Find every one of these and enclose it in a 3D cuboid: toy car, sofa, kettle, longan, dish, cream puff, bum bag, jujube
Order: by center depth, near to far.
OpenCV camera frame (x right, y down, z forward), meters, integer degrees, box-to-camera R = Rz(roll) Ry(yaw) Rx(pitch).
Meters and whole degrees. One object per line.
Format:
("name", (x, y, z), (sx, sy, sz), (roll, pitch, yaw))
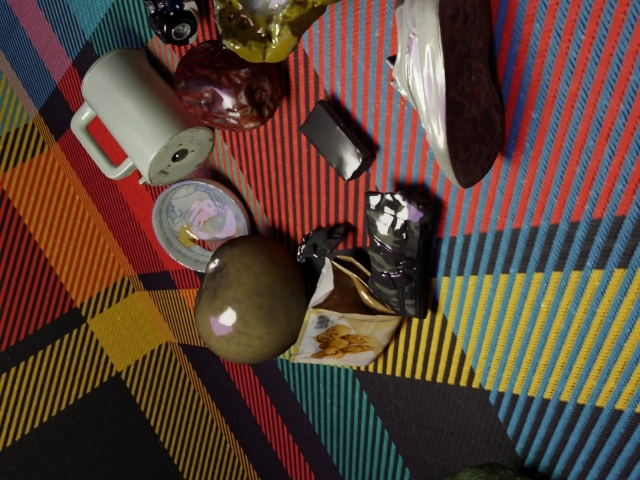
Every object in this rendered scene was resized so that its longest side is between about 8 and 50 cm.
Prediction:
("cream puff", (-0.060, -0.443, 1.201), (0.274, 0.270, 0.323), (-98, -9, -62))
("sofa", (0.039, -0.192, 1.494), (0.147, 0.060, 0.085), (50, 137, 12))
("bum bag", (0.145, 0.028, 1.512), (0.144, 0.095, 0.340), (24, 144, 24))
("jujube", (-0.195, -0.311, 1.614), (0.243, 0.183, 0.183), (30, 144, 44))
("toy car", (-0.313, -0.539, 1.621), (0.193, 0.118, 0.301), (53, 157, 26))
("bum bag", (0.000, 0.000, 1.737), (0.049, 0.087, 0.198), (43, 159, -15))
("longan", (-0.170, 0.148, 1.966), (0.319, 0.319, 0.319), (41, 151, 29))
("kettle", (-0.456, -0.296, 2.024), (0.318, 0.205, 0.265), (49, 130, 16))
("dish", (-0.302, -0.060, 2.143), (0.273, 0.134, 0.273), (7, 119, 13))

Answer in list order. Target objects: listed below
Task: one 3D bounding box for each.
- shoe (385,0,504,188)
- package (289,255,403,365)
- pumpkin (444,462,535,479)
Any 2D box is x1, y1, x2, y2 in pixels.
("shoe", (0.164, -0.231, 1.148), (0.159, 0.124, 0.316), (28, 137, 44))
("package", (0.055, 0.153, 1.790), (0.311, 0.221, 0.165), (107, 164, -61))
("pumpkin", (0.358, 0.607, 1.599), (0.257, 0.291, 0.327), (-123, 26, -53))
